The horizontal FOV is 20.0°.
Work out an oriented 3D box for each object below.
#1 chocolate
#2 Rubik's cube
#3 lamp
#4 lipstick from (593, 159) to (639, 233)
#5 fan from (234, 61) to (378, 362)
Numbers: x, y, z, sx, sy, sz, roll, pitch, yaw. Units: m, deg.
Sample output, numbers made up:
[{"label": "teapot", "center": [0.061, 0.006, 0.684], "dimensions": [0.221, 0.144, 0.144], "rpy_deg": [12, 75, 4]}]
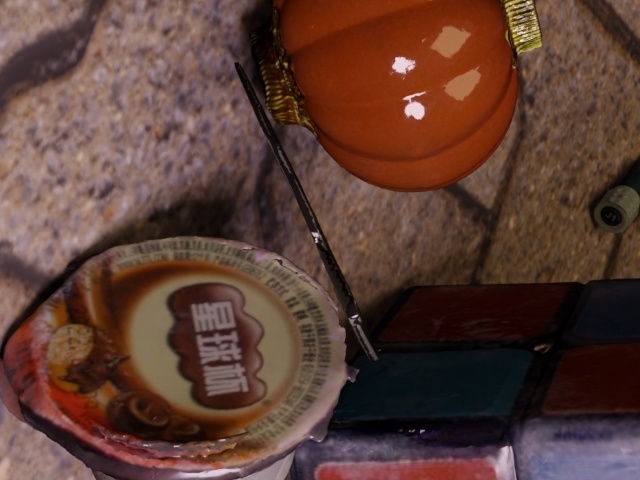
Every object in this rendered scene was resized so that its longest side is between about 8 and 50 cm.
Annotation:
[{"label": "chocolate", "center": [-0.090, 0.114, 1.149], "dimensions": [0.221, 0.221, 0.147], "rpy_deg": [-41, 149, -41]}, {"label": "Rubik's cube", "center": [0.184, 0.217, 1.311], "dimensions": [0.313, 0.318, 0.316], "rpy_deg": [-46, 129, -65]}, {"label": "lamp", "center": [0.051, -0.141, 1.257], "dimensions": [0.223, 0.196, 0.223], "rpy_deg": [-17, 90, -86]}, {"label": "lipstick", "center": [0.295, -0.050, 1.705], "dimensions": [0.116, 0.037, 0.037], "rpy_deg": [-45, 127, -45]}, {"label": "fan", "center": [-0.012, -0.027, 1.195], "dimensions": [0.294, 0.012, 0.223], "rpy_deg": [64, 2, -79]}]
